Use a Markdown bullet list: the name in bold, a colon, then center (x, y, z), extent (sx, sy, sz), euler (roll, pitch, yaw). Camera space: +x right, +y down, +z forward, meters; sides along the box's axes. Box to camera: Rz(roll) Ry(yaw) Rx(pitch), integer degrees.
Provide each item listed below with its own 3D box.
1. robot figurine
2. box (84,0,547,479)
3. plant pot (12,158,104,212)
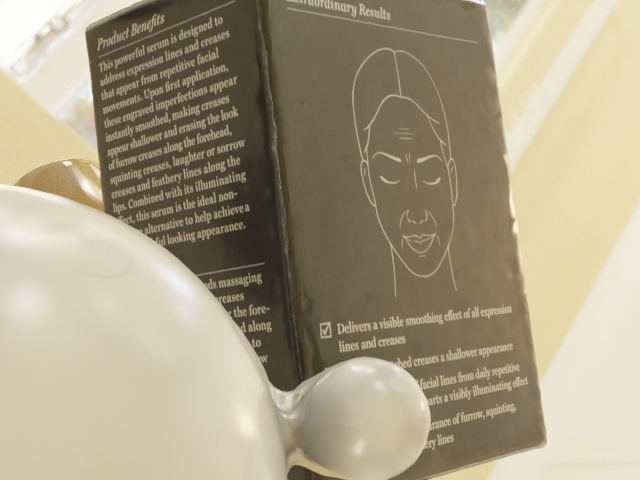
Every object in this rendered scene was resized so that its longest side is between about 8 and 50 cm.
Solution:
- **robot figurine**: center (-0.111, 0.090, 0.431), extent (0.299, 0.200, 0.353), euler (-14, 174, -3)
- **box**: center (0.000, 0.000, 0.959), extent (0.212, 0.396, 0.293), euler (-10, 174, 42)
- **plant pot**: center (-0.242, 0.050, 1.214), extent (0.237, 0.237, 0.254), euler (-40, -121, 28)
